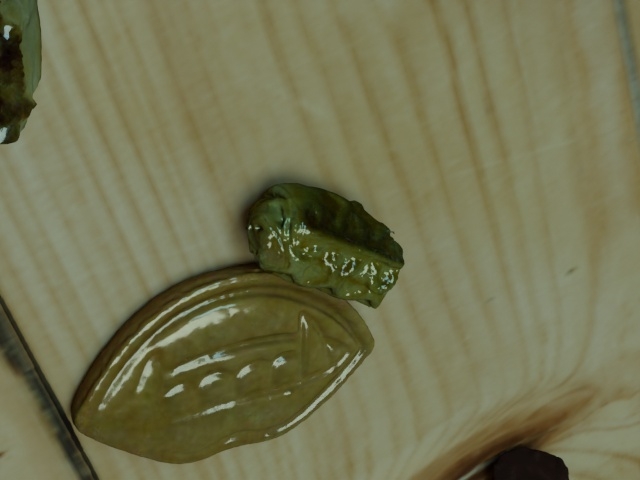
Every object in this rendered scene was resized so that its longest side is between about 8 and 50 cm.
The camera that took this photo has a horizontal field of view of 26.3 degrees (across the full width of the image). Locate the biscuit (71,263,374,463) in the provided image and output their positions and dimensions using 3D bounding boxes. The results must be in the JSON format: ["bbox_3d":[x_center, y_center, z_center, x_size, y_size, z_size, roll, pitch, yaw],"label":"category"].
[{"bbox_3d":[-0.063,0.084,0.936,0.221,0.029,0.142,-10,119,-24],"label":"biscuit"}]

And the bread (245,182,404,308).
[{"bbox_3d":[0.000,0.000,0.909,0.110,0.060,0.066,20,88,-31],"label":"bread"}]

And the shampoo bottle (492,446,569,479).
[{"bbox_3d":[0.178,0.285,1.147,0.068,0.067,0.236,-25,124,-26],"label":"shampoo bottle"}]

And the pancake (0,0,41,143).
[{"bbox_3d":[-0.254,-0.127,0.692,0.244,0.057,0.266,-39,132,-5],"label":"pancake"}]
